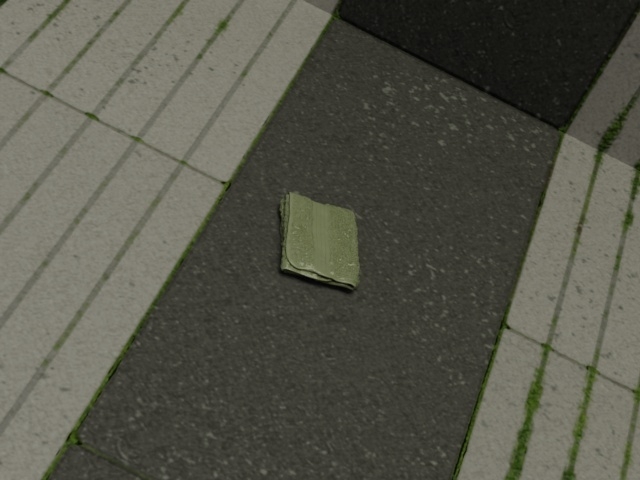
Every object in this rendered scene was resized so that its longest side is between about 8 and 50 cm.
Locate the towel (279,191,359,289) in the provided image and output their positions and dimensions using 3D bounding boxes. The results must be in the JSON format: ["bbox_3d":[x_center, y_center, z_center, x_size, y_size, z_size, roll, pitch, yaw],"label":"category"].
[{"bbox_3d":[0.000,0.000,1.932,0.110,0.027,0.148,16,40,-15],"label":"towel"}]
